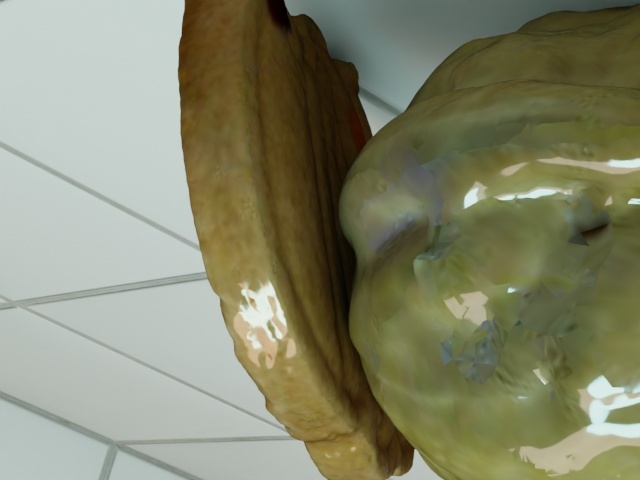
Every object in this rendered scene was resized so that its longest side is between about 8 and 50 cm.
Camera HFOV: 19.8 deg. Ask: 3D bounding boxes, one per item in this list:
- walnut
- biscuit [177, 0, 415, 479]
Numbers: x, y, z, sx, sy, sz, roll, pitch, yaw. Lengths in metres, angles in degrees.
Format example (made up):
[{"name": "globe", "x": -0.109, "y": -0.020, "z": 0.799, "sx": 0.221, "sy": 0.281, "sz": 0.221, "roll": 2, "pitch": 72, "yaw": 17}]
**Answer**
[{"name": "walnut", "x": 0.203, "y": 0.006, "z": 1.195, "sx": 0.383, "sy": 0.384, "sz": 0.383, "roll": 14, "pitch": 161, "yaw": 5}, {"name": "biscuit", "x": 0.001, "y": 0.000, "z": 1.326, "sx": 0.078, "sy": 0.350, "sz": 0.455, "roll": -8, "pitch": 165, "yaw": 13}]
